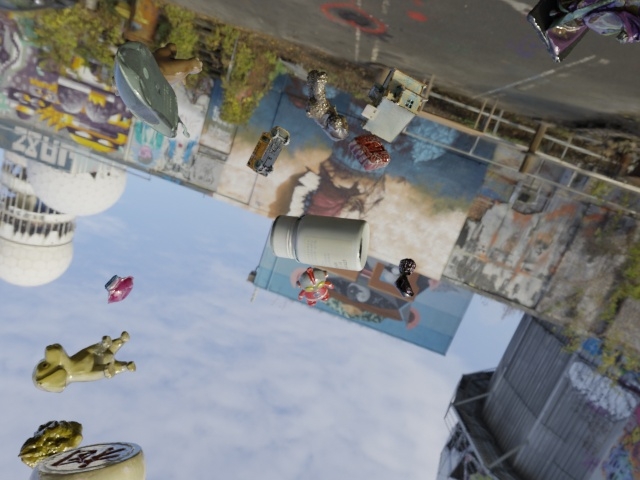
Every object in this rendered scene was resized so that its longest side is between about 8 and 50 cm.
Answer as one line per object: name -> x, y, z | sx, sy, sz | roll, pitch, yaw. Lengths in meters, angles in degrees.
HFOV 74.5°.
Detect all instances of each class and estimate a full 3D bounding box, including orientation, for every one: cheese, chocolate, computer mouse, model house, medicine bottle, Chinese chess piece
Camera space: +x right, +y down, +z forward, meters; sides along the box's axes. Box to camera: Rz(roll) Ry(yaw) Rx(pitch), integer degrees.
cheese -> -0.552, 0.130, 1.152 | 0.038, 0.095, 0.145 | 33, 158, 3
chocolate -> 0.293, 0.127, 1.451 | 0.072, 0.070, 0.147 | 13, -141, 4
computer mouse -> -0.449, -0.369, 1.128 | 0.090, 0.167, 0.379 | -5, 163, 5
model house -> 0.259, -0.497, 1.459 | 0.178, 0.207, 0.271 | 27, 167, -4
medicine bottle -> 0.000, 0.000, 1.173 | 0.257, 0.144, 0.143 | 7, -169, 14
Chinese chess piece -> -0.266, 0.274, 0.487 | 0.122, 0.051, 0.122 | -4, 169, -1

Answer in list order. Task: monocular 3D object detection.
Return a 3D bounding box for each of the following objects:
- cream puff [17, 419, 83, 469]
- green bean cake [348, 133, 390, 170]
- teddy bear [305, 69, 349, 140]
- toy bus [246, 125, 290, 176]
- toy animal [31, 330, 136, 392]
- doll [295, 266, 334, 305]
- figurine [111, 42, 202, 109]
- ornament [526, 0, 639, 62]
cream puff -> -0.757, 0.562, 1.178 | 0.146, 0.116, 0.146 | -15, -141, 12
green bean cake -> 0.186, -0.329, 1.560 | 0.135, 0.056, 0.136 | -20, -107, -44
teddy bear -> 0.006, -0.286, 0.927 | 0.160, 0.077, 0.119 | 59, 177, -30
toy bus -> -0.169, -0.291, 1.354 | 0.074, 0.162, 0.069 | 34, -172, 32
toy animal -> -0.579, 0.302, 1.053 | 0.168, 0.121, 0.233 | -21, 169, 10
doll -> -0.023, 0.163, 1.533 | 0.142, 0.245, 0.076 | -21, -121, -7
figurine -> -0.528, -0.503, 1.335 | 0.177, 0.173, 0.247 | 34, -134, 11
ornament -> 0.314, -0.233, 0.431 | 0.088, 0.081, 0.203 | 35, -165, -27
